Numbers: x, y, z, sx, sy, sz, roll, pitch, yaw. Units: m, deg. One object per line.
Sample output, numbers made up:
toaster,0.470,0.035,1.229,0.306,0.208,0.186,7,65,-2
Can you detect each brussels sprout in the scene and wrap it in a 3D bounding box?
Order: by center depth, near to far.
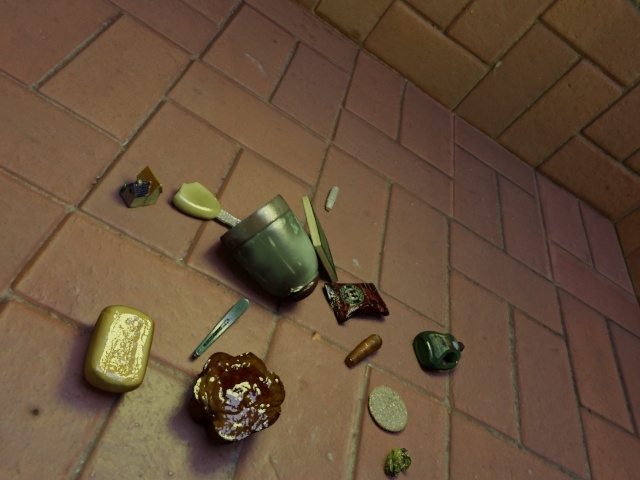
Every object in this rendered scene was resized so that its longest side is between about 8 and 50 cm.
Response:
brussels sprout,0.219,0.641,1.627,0.085,0.058,0.085,4,84,-49

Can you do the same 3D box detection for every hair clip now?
hair clip,-0.281,0.252,1.574,0.039,0.070,0.229,44,47,-4

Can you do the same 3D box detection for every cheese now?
cheese,-0.351,-0.101,1.827,0.255,0.050,0.127,31,40,-16

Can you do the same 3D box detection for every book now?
book,0.000,0.000,1.902,0.264,0.027,0.202,65,9,-57

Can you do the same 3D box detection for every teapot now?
teapot,-0.123,0.037,1.781,0.312,0.233,0.315,55,17,-6

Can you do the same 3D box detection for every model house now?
model house,-0.538,-0.164,1.690,0.101,0.100,0.087,-20,69,-46

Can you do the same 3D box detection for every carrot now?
carrot,0.139,0.355,1.819,0.161,0.055,0.055,-27,74,-41

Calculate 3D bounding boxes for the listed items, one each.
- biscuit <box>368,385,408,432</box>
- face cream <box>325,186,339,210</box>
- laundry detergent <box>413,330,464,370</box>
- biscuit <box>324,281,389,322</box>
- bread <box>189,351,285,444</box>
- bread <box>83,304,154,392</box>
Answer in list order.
biscuit,0.209,0.523,1.747,0.152,0.020,0.152,21,44,-22
face cream,0.044,-0.162,2.208,0.034,0.034,0.130,32,40,-12
laundry detergent,0.438,0.394,2.005,0.222,0.078,0.144,10,51,-35
biscuit,0.131,0.205,1.934,0.235,0.063,0.151,-1,44,-34
bread,-0.214,0.390,1.434,0.247,0.135,0.232,-21,69,-46
bread,-0.486,0.264,1.355,0.147,0.098,0.217,25,45,-21
